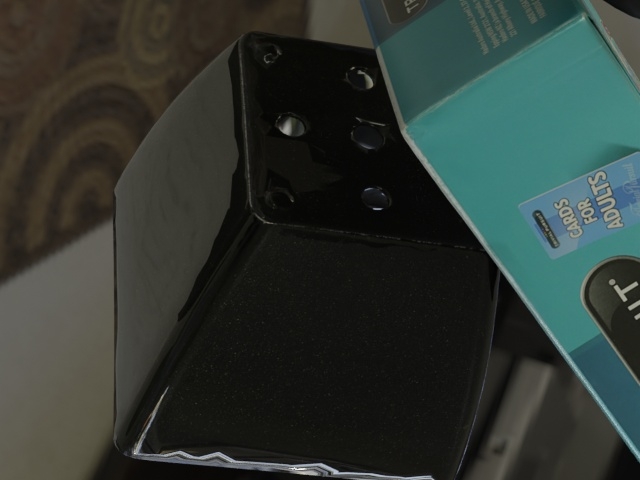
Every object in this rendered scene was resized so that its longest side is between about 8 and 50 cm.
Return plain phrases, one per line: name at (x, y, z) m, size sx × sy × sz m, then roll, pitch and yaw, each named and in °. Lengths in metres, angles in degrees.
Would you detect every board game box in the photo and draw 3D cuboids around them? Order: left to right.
board game box at (0.135, 0.003, 0.819) m, size 0.336 × 0.079 × 0.254 m, roll 53°, pitch 12°, yaw -26°

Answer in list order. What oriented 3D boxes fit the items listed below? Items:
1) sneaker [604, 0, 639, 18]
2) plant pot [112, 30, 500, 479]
sneaker at (0.192, -0.160, 0.624) m, size 0.124 × 0.321 × 0.180 m, roll 47°, pitch 33°, yaw -55°
plant pot at (0.000, 0.000, 0.990) m, size 0.167 × 0.187 × 0.188 m, roll 115°, pitch -23°, yaw -48°
